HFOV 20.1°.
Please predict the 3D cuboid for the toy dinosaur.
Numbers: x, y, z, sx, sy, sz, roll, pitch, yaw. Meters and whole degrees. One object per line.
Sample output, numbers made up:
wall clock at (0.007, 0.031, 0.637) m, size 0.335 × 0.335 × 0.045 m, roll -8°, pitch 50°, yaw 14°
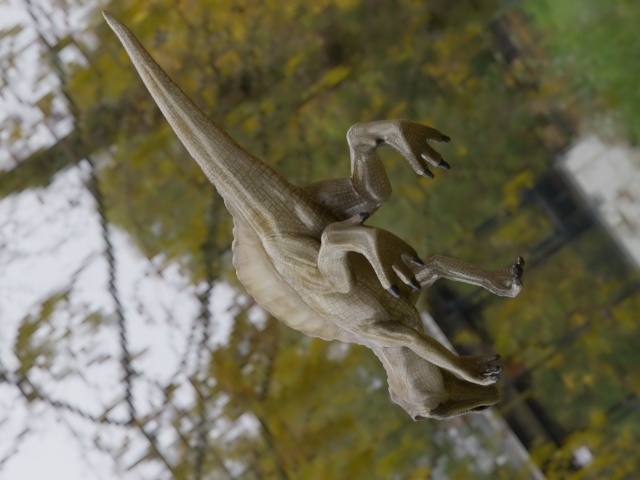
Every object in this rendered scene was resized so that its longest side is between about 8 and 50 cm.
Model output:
toy dinosaur at (0.000, 0.000, 0.554) m, size 0.183 × 0.092 × 0.053 m, roll 48°, pitch -127°, yaw -16°
